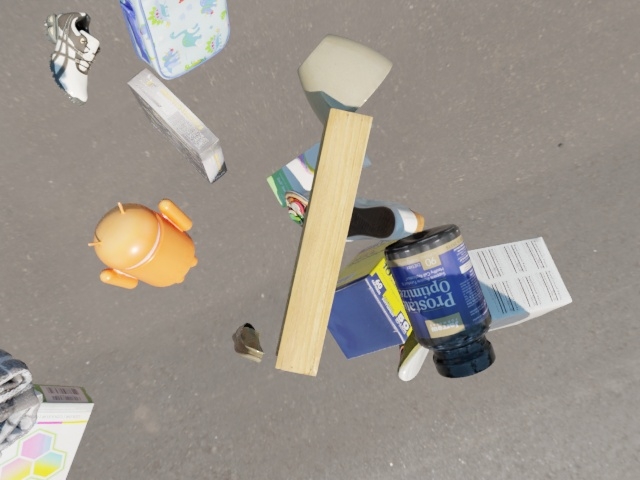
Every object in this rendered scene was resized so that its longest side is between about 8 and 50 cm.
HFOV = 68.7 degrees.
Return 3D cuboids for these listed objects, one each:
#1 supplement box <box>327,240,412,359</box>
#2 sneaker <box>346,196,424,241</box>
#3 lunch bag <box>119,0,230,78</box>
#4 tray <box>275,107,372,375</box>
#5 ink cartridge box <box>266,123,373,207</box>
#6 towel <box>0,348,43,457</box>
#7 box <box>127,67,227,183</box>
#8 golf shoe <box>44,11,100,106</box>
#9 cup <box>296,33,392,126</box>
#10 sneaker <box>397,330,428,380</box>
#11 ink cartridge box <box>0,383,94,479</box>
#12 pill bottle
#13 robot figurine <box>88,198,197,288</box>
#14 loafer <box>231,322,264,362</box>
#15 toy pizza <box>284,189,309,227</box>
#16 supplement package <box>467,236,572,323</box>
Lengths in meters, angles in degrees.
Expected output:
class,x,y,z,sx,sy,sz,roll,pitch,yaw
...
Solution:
class,x,y,z,sx,sy,sz,roll,pitch,yaw
supplement box,0.171,0.139,1.328,0.195,0.356,0.194,-28,97,36
sneaker,0.111,-0.044,1.070,0.123,0.290,0.105,0,101,-36
lunch bag,-0.250,-0.396,0.801,0.090,0.219,0.176,43,70,12
tray,0.000,0.000,0.817,0.076,0.203,0.410,13,93,-2
ink cartridge box,0.027,-0.246,1.535,0.354,0.207,0.119,-31,85,24
towel,-0.365,0.120,0.284,0.235,0.284,0.121,20,116,15
box,-0.317,-0.253,1.067,0.231,0.183,0.056,44,77,6
golf shoe,-0.502,-0.381,0.967,0.094,0.077,0.197,-14,89,7
cup,0.056,-0.591,1.681,0.237,0.331,0.331,40,91,-14
sneaker,0.249,0.306,1.416,0.147,0.296,0.104,18,120,22
ink cartridge box,-0.432,0.321,0.691,0.109,0.062,0.209,22,89,-44
pill bottle,0.192,0.094,0.732,0.123,0.123,0.219,-21,93,-2
robot figurine,-0.323,0.008,0.872,0.158,0.219,0.128,-18,64,13
loafer,-0.155,0.215,1.006,0.056,0.148,0.050,28,88,-27
toy pizza,-0.041,-0.065,1.385,0.032,0.201,0.201,-44,95,-17
supplement package,0.364,0.108,1.001,0.203,0.194,0.149,-9,69,-17
